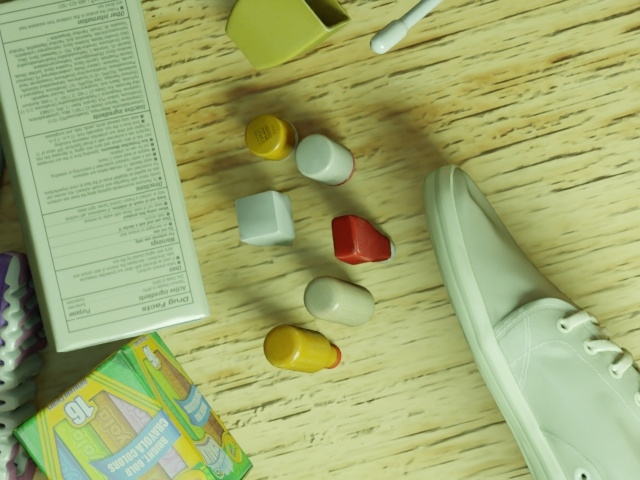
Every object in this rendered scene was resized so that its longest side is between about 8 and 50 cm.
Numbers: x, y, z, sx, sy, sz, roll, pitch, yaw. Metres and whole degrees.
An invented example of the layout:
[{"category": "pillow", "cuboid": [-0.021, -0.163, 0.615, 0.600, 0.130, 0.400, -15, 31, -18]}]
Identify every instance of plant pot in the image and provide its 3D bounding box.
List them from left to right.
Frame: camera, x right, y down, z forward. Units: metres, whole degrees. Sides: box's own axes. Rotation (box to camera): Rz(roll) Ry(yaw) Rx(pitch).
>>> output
[{"category": "plant pot", "cuboid": [-0.037, -0.198, 1.763, 0.083, 0.081, 0.081, -39, 90, 20]}]

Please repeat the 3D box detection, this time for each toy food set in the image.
[{"category": "toy food set", "cuboid": [0.000, 0.000, 1.786, 0.111, 0.104, 0.232, -15, 76, 22]}]

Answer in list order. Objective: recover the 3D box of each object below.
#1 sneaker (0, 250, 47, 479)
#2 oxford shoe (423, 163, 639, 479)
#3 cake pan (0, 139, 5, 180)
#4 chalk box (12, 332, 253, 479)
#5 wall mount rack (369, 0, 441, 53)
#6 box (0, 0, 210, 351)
[{"category": "sneaker", "cuboid": [-0.317, 0.124, 1.830, 0.104, 0.095, 0.236, 10, 98, 15]}, {"category": "oxford shoe", "cuboid": [0.221, 0.125, 1.692, 0.130, 0.169, 0.449, -30, 76, 16]}, {"category": "cake pan", "cuboid": [-0.396, -0.092, 1.736, 0.054, 0.293, 0.293, 7, 98, 34]}, {"category": "chalk box", "cuboid": [-0.154, 0.209, 1.794, 0.132, 0.132, 0.213, -37, 91, 10]}, {"category": "wall mount rack", "cuboid": [0.112, -0.340, 1.681, 0.304, 0.130, 0.350, -34, 99, 11]}, {"category": "box", "cuboid": [-0.207, -0.067, 1.758, 0.148, 0.121, 0.311, -12, 94, -13]}]
